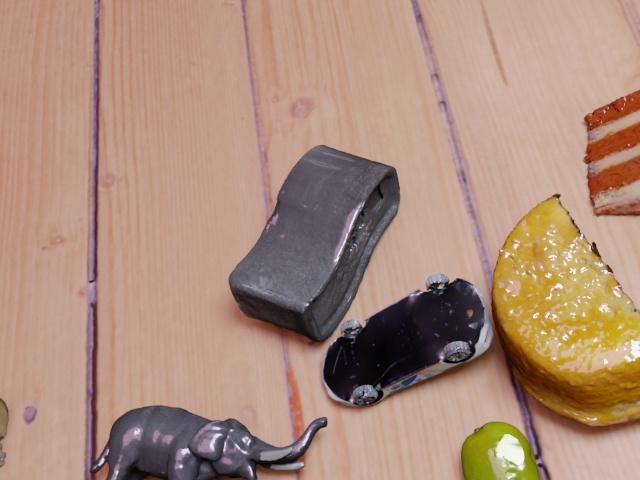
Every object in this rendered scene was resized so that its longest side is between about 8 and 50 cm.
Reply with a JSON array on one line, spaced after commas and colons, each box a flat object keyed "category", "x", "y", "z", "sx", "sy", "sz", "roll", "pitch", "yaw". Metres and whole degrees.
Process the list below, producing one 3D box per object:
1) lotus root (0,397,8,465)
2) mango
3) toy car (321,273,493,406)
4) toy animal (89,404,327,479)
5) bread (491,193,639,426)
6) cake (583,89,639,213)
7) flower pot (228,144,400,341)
[{"category": "lotus root", "x": -0.469, "y": 0.286, "z": 1.021, "sx": 0.170, "sy": 0.074, "sz": 0.260, "roll": 4, "pitch": 64, "yaw": 22}, {"category": "mango", "x": 0.178, "y": 0.230, "z": 0.835, "sx": 0.073, "sy": 0.056, "sz": 0.108, "roll": -28, "pitch": 59, "yaw": 9}, {"category": "toy car", "x": 0.090, "y": 0.112, "z": 0.923, "sx": 0.205, "sy": 0.056, "sz": 0.095, "roll": -31, "pitch": 51, "yaw": 26}, {"category": "toy animal", "x": -0.129, "y": 0.247, "z": 0.917, "sx": 0.270, "sy": 0.082, "sz": 0.137, "roll": -1, "pitch": 62, "yaw": 20}, {"category": "bread", "x": 0.242, "y": 0.076, "z": 0.848, "sx": 0.139, "sy": 0.143, "sz": 0.229, "roll": -27, "pitch": 54, "yaw": 2}, {"category": "cake", "x": 0.406, "y": -0.118, "z": 0.893, "sx": 0.262, "sy": 0.159, "sz": 0.158, "roll": -3, "pitch": 64, "yaw": 19}, {"category": "flower pot", "x": 0.000, "y": 0.000, "z": 1.002, "sx": 0.108, "sy": 0.103, "sz": 0.229, "roll": 20, "pitch": 68, "yaw": 27}]
